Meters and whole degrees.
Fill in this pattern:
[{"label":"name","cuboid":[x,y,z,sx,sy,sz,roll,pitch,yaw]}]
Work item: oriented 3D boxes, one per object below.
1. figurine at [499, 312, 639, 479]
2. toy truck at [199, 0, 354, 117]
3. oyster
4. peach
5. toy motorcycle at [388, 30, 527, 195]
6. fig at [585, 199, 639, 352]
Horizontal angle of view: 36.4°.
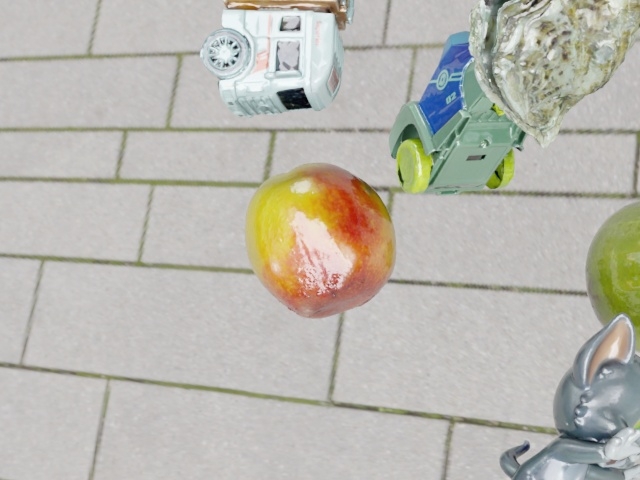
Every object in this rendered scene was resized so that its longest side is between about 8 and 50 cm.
[{"label":"figurine","cuboid":[0.296,0.236,1.106,0.265,0.193,0.140,-39,44,5]},{"label":"toy truck","cuboid":[-0.036,-0.295,1.106,0.162,0.136,0.305,2,84,8]},{"label":"oyster","cuboid":[0.259,-0.239,1.106,0.112,0.199,0.267,-97,30,-52]},{"label":"peach","cuboid":[0.000,0.000,1.402,0.231,0.231,0.230,-6,74,21]},{"label":"toy motorcycle","cuboid":[0.246,-0.224,1.610,0.191,0.326,0.199,-4,58,-19]},{"label":"fig","cuboid":[0.637,0.056,1.730,0.316,0.316,0.316,-6,74,21]}]
